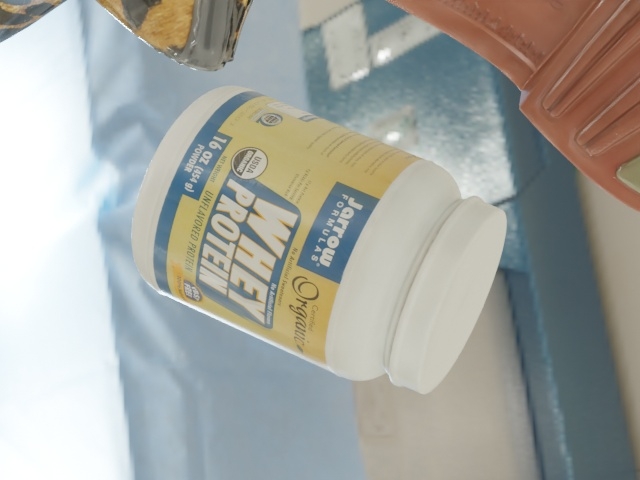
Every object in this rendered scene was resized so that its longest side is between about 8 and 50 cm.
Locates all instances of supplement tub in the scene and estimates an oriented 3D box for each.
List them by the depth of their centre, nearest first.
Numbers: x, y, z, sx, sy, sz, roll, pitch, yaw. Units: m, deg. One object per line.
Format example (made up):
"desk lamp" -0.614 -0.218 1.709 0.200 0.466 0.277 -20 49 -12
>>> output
"supplement tub" 0.000 0.000 0.888 0.200 0.144 0.144 23 106 18

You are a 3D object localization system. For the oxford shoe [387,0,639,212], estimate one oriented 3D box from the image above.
"oxford shoe" 0.102 -0.176 0.747 0.397 0.146 0.140 51 123 6

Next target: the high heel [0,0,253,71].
"high heel" -0.090 -0.086 0.482 0.261 0.093 0.186 132 133 -53
